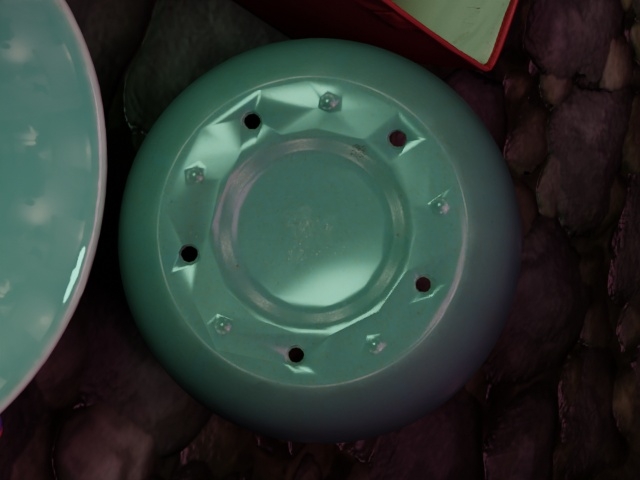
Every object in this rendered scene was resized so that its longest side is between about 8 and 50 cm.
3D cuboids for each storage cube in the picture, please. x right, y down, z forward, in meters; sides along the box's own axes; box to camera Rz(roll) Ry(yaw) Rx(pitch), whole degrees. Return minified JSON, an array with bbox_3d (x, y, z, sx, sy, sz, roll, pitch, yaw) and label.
[{"bbox_3d":[0.031,-0.247,0.970,0.215,0.193,0.184,25,83,-45],"label":"storage cube"}]

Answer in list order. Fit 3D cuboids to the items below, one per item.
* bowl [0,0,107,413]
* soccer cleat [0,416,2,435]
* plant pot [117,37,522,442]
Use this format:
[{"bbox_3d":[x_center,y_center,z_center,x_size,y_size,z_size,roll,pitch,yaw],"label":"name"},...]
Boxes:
[{"bbox_3d":[-0.284,-0.036,0.724,0.311,0.163,0.312,-19,113,-53],"label":"bowl"},{"bbox_3d":[-0.312,0.120,0.819,0.248,0.083,0.095,-11,103,-38],"label":"soccer cleat"},{"bbox_3d":[0.000,0.000,0.873,0.235,0.293,0.293,60,46,-87],"label":"plant pot"}]
